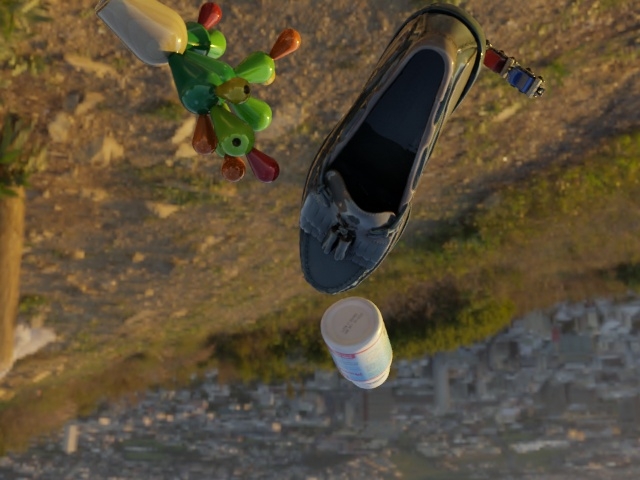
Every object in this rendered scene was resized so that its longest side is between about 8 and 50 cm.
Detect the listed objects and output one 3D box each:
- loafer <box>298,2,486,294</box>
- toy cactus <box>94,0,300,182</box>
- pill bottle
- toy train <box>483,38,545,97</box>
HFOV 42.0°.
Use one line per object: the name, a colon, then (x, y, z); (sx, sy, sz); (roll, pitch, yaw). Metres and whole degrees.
loafer: (0.039, -0.058, 0.659); (0.096, 0.084, 0.267); (28, 120, 4)
toy cactus: (-0.099, -0.151, 0.699); (0.112, 0.219, 0.180); (-36, 128, 26)
pill bottle: (0.057, 0.155, 1.214); (0.087, 0.087, 0.160); (-4, 146, 12)
toy train: (0.210, -0.211, 0.983); (0.036, 0.158, 0.027); (13, 117, -38)
